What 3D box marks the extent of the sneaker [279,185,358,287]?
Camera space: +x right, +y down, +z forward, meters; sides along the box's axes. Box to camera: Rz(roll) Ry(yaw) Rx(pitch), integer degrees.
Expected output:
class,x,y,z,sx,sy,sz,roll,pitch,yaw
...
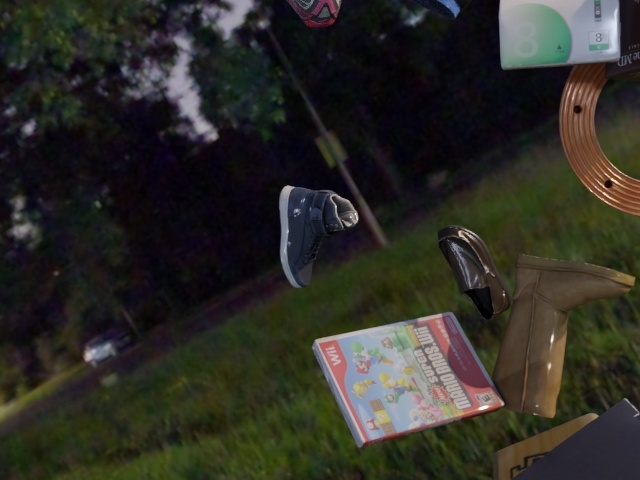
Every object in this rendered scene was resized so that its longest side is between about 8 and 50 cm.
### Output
class,x,y,z,sx,sy,sz,roll,pitch,yaw
sneaker,-0.001,0.000,2.053,0.163,0.226,0.086,4,18,28

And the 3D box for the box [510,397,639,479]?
class,x,y,z,sx,sy,sz,roll,pitch,yaw
box,0.378,0.407,1.050,0.179,0.343,0.312,-32,45,-10

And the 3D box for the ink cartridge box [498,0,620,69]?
class,x,y,z,sx,sy,sz,roll,pitch,yaw
ink cartridge box,0.368,-0.383,1.499,0.181,0.224,0.056,-2,7,14

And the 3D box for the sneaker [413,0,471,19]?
class,x,y,z,sx,sy,sz,roll,pitch,yaw
sneaker,0.210,-0.477,1.769,0.090,0.081,0.232,-47,41,3

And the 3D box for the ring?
class,x,y,z,sx,sy,sz,roll,pitch,yaw
ring,0.573,-0.208,1.652,0.336,0.336,0.032,-31,5,3

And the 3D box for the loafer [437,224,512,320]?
class,x,y,z,sx,sy,sz,roll,pitch,yaw
loafer,0.300,0.066,1.895,0.080,0.220,0.078,-26,18,42

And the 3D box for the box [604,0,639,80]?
class,x,y,z,sx,sy,sz,roll,pitch,yaw
box,0.561,-0.360,1.511,0.167,0.203,0.168,0,0,-23

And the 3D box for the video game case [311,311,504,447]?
class,x,y,z,sx,sy,sz,roll,pitch,yaw
video game case,0.150,0.231,1.655,0.285,0.204,0.025,-9,-36,-26

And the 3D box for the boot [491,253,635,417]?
class,x,y,z,sx,sy,sz,roll,pitch,yaw
boot,0.407,0.169,1.644,0.089,0.269,0.236,12,-2,-38

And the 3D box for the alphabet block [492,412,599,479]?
class,x,y,z,sx,sy,sz,roll,pitch,yaw
alphabet block,0.394,0.417,1.515,0.193,0.192,0.197,-28,8,15

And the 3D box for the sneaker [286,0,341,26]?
class,x,y,z,sx,sy,sz,roll,pitch,yaw
sneaker,-0.048,-0.419,1.413,0.121,0.112,0.299,-10,42,-12
